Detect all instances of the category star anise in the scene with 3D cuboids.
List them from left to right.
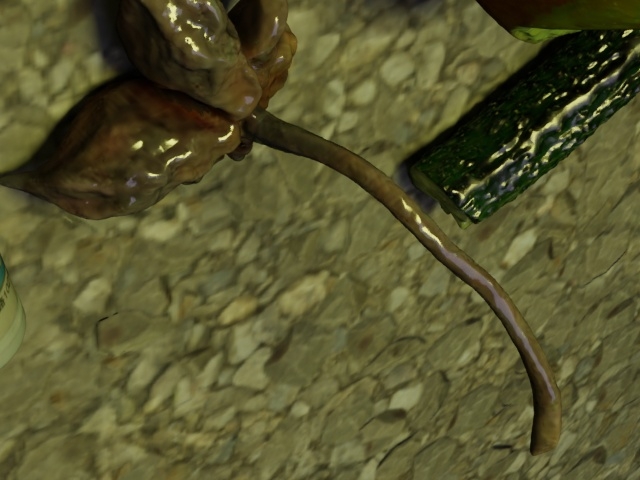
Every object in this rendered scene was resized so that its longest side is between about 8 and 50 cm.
[{"bbox_3d":[0.000,0.000,0.589,0.148,0.227,0.218,-47,156,-11],"label":"star anise"}]

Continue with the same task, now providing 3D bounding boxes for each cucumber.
[{"bbox_3d":[0.135,-0.080,0.777,0.187,0.058,0.058,-40,144,-7],"label":"cucumber"}]

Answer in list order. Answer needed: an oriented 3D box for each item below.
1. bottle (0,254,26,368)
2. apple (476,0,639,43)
[{"bbox_3d":[-0.165,-0.029,0.515,0.060,0.060,0.217,-32,141,-20],"label":"bottle"},{"bbox_3d":[0.162,-0.175,0.565,0.246,0.226,0.246,-25,139,-24],"label":"apple"}]
